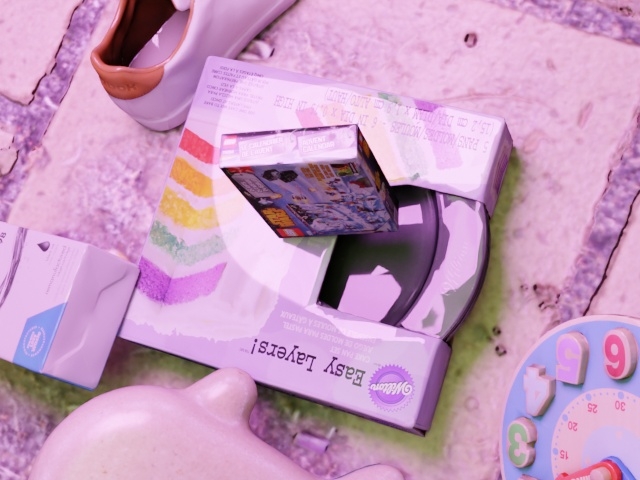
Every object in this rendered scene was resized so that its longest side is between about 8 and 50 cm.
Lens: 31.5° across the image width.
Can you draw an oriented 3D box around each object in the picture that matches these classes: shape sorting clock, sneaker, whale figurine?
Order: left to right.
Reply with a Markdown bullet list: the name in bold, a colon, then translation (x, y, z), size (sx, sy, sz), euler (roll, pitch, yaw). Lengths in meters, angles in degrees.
- **whale figurine**: translation (-0.078, 0.202, 0.838), size (0.272, 0.141, 0.216), euler (6, 81, -8)
- **sneaker**: translation (-0.082, -0.230, 0.935), size (0.106, 0.123, 0.290), euler (30, 85, 22)
- **shape sorting clock**: translation (0.195, 0.151, 0.746), size (0.206, 0.040, 0.206), euler (15, 109, 49)

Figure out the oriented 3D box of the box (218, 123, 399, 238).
- **box**: translation (-0.004, -0.038, 0.786), size (0.094, 0.137, 0.027), euler (-3, 69, 14)

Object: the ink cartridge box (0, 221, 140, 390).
- **ink cartridge box**: translation (-0.238, 0.045, 0.909), size (0.180, 0.060, 0.104), euler (11, 79, 40)

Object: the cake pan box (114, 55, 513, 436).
- **cake pan box**: translation (0.000, 0.000, 0.884), size (0.267, 0.070, 0.246), euler (16, 83, 19)
